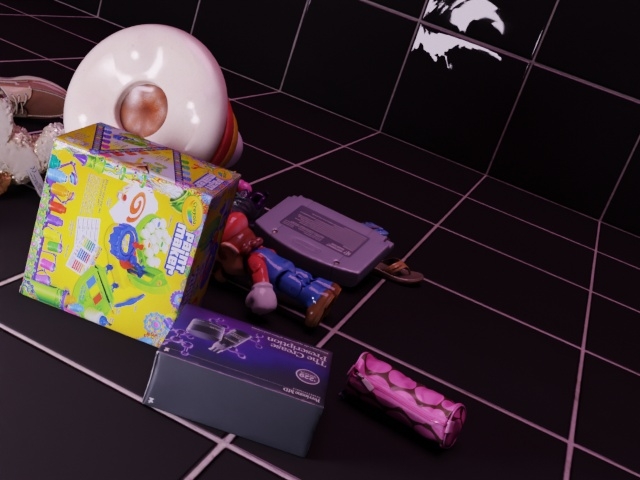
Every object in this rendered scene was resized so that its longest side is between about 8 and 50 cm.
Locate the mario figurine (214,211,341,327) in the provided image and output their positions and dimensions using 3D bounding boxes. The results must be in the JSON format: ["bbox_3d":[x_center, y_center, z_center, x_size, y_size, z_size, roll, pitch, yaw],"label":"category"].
[{"bbox_3d":[-0.128,0.076,1.676,0.320,0.170,0.198,32,-20,8],"label":"mario figurine"}]

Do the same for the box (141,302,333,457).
[{"bbox_3d":[-0.122,0.214,1.293,0.261,0.103,0.184,19,22,-2],"label":"box"}]

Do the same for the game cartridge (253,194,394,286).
[{"bbox_3d":[0.000,0.000,1.944,0.297,0.062,0.198,27,46,23],"label":"game cartridge"}]

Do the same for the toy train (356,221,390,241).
[{"bbox_3d":[0.091,-0.004,2.098,0.184,0.080,0.105,-1,19,-38],"label":"toy train"}]

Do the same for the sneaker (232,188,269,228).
[{"bbox_3d":[-0.222,-0.083,1.978,0.083,0.098,0.223,33,24,34],"label":"sneaker"}]

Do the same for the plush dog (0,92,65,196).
[{"bbox_3d":[-0.697,-0.199,1.794,0.262,0.211,0.225,26,-6,-38],"label":"plush dog"}]

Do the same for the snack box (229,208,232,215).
[{"bbox_3d":[-0.221,-0.034,1.743,0.064,0.178,0.022,-2,56,-9],"label":"snack box"}]

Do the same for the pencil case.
[{"bbox_3d":[0.143,0.272,1.397,0.209,0.095,0.098,25,-15,20],"label":"pencil case"}]

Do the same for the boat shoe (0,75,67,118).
[{"bbox_3d":[-0.827,-0.371,2.176,0.324,0.123,0.116,4,31,-20],"label":"boat shoe"}]

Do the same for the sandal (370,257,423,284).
[{"bbox_3d":[0.173,0.064,2.026,0.180,0.049,0.072,19,20,-2],"label":"sandal"}]

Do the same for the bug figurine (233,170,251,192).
[{"bbox_3d":[-0.296,-0.154,2.137,0.216,0.072,0.279,26,21,18],"label":"bug figurine"}]

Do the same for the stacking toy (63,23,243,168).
[{"bbox_3d":[-0.300,-0.235,1.802,0.350,0.351,0.480,25,0,16],"label":"stacking toy"}]

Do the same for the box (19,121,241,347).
[{"bbox_3d":[-0.325,-0.012,1.416,0.279,0.290,0.177,21,19,4],"label":"box"}]
